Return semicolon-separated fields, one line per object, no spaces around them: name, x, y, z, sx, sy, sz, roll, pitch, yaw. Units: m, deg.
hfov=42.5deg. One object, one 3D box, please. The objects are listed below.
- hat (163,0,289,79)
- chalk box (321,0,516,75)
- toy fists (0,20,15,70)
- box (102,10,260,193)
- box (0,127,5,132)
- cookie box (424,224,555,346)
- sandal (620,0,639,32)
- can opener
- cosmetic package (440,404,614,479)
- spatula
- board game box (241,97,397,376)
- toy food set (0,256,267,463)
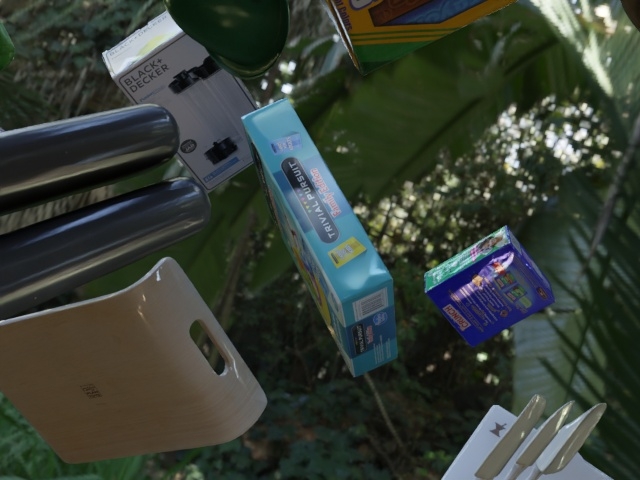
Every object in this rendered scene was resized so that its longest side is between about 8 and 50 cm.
hat;-0.169;-0.286;1.001;0.183;0.173;0.208;-19;61;-45
chalk box;0.115;-0.316;0.725;0.289;0.180;0.179;-24;-39;4
toy fists;-0.422;-0.190;0.745;0.142;0.096;0.279;11;8;43
box;-0.208;-0.232;1.374;0.290;0.169;0.087;56;2;-45
box;-0.521;-0.097;1.052;0.201;0.057;0.293;38;29;14
cookie box;0.181;0.051;0.889;0.107;0.040;0.092;-33;-69;22
sandal;0.279;-0.162;0.639;0.072;0.180;0.049;-15;1;23
can opener;-0.126;-0.001;0.276;0.095;0.076;0.283;-20;5;36
cosmetic package;0.246;0.382;1.025;0.197;0.155;0.366;31;-26;27
spatula;0.154;0.233;0.727;0.019;0.242;0.168;41;15;33
board game box;0.000;0.000;1.202;0.254;0.079;0.336;79;-15;-58
toy food set;-0.240;0.136;0.928;0.306;0.092;0.220;-14;-59;24
